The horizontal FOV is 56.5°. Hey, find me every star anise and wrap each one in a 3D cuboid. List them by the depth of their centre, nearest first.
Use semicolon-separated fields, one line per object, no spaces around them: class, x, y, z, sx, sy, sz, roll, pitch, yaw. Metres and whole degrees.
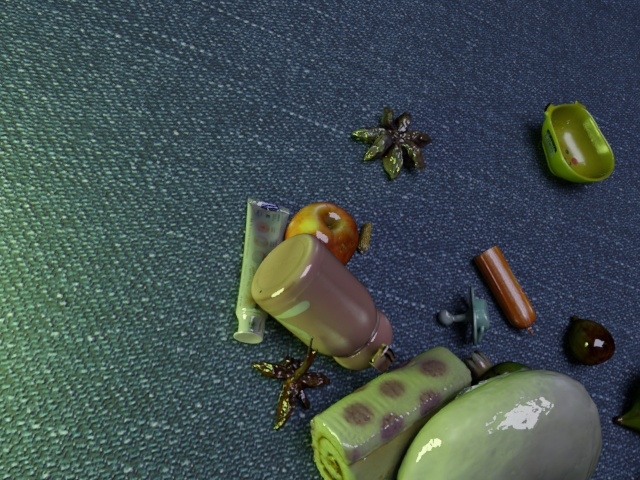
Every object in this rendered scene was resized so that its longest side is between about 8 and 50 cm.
star anise;-0.038;0.270;1.164;0.158;0.144;0.141;-26;89;-32
star anise;0.199;-0.249;1.538;0.197;0.073;0.212;47;60;3

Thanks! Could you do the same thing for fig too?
fig;0.871;0.436;1.527;0.235;0.203;0.203;-30;81;8
fig;0.687;0.249;1.539;0.109;0.103;0.155;13;34;-26

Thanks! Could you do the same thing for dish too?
dish;0.742;-0.277;1.783;0.221;0.108;0.263;-12;75;-29

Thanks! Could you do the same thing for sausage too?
sausage;0.473;0.129;1.502;0.071;0.071;0.234;-23;79;-31

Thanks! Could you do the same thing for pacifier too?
pacifier;0.339;0.183;1.414;0.116;0.127;0.150;-5;46;11

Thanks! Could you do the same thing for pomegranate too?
pomegranate;0.401;0.337;1.332;0.180;0.180;0.210;-26;60;-31

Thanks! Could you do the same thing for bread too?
bread;0.147;0.355;1.185;0.338;0.155;0.187;-22;120;-29

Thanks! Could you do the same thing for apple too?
apple;0.000;0.000;1.302;0.163;0.139;0.163;14;48;-16

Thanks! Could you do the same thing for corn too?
corn;0.106;-0.005;1.413;0.027;0.028;0.083;35;55;-32

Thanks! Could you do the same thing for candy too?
candy;0.344;0.431;1.135;0.426;0.386;0.186;-11;31;-14

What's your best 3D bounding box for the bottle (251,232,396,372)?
bottle;0.021;0.143;1.185;0.173;0.206;0.297;-47;117;-6

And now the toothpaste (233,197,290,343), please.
toothpaste;-0.129;0.055;1.260;0.100;0.066;0.323;15;59;-14
